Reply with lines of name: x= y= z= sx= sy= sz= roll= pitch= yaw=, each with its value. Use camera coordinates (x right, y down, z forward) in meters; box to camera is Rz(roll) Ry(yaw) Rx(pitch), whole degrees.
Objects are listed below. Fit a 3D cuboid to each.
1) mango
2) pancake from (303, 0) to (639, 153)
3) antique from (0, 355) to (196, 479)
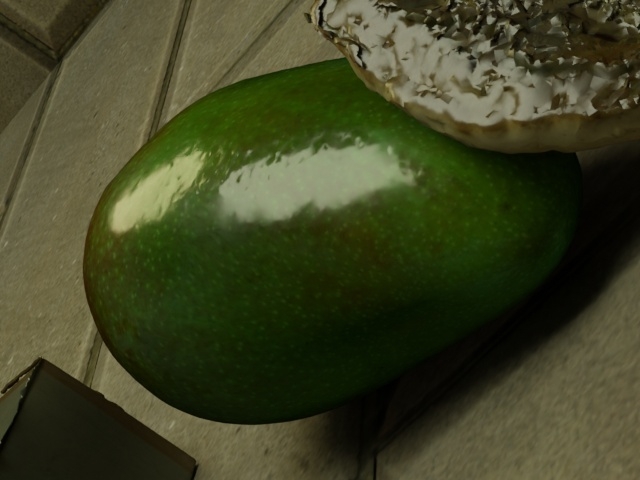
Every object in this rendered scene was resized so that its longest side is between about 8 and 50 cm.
mango: x=0.000 y=0.000 z=1.118 sx=0.382 sy=0.201 sz=0.225 roll=-9 pitch=26 yaw=49
pancake: x=0.146 y=-0.193 z=1.012 sx=0.356 sy=0.065 sz=0.356 roll=-9 pitch=55 yaw=14
antique: x=-0.196 y=0.188 z=1.353 sx=0.146 sy=0.152 sz=0.148 roll=-38 pitch=22 yaw=41
